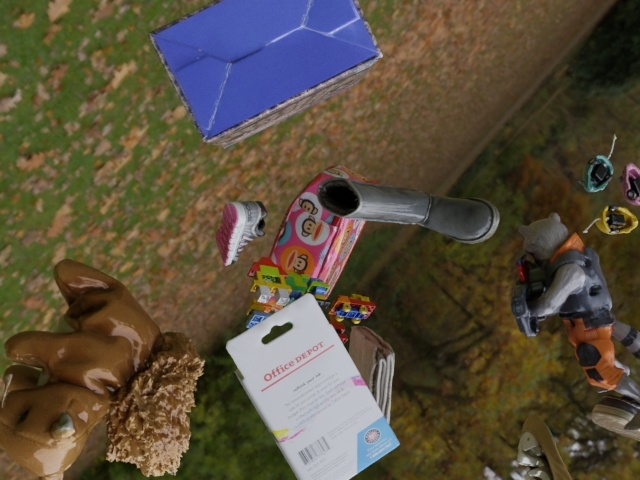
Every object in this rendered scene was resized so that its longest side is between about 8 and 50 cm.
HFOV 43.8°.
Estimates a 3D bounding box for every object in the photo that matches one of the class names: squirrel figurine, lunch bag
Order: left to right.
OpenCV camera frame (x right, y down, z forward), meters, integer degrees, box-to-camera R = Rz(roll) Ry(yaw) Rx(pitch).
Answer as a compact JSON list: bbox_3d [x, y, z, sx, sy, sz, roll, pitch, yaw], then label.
[{"bbox_3d":[-0.416,0.294,1.508,0.370,0.397,0.281,-83,-160,-59],"label":"squirrel figurine"},{"bbox_3d":[0.000,0.000,1.537,0.293,0.120,0.258,-65,170,19],"label":"lunch bag"}]

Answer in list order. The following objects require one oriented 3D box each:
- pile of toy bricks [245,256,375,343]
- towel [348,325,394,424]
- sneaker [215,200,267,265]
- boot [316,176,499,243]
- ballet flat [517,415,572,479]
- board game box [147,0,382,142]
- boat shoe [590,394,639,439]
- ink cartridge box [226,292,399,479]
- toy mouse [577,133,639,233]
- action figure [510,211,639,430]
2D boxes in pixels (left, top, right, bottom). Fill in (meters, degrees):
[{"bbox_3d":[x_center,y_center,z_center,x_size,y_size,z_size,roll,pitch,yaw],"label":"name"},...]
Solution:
[{"bbox_3d":[-0.032,0.088,1.258,0.212,0.105,0.118,12,132,-28],"label":"pile of toy bricks"},{"bbox_3d":[0.086,0.273,1.520,0.282,0.049,0.187,-165,-99,-82],"label":"towel"},{"bbox_3d":[-0.132,-0.014,1.359,0.075,0.063,0.170,-13,152,-24],"label":"sneaker"},{"bbox_3d":[0.127,-0.049,1.151,0.208,0.190,0.076,14,85,-43],"label":"boot"},{"bbox_3d":[0.391,0.396,1.408,0.232,0.073,0.080,-109,-154,-58],"label":"ballet flat"},{"bbox_3d":[-0.067,-0.234,1.034,0.232,0.141,0.291,-26,-174,1],"label":"board game box"},{"bbox_3d":[0.538,0.286,1.321,0.103,0.285,0.092,9,-104,48],"label":"boat shoe"},{"bbox_3d":[-0.014,0.153,0.805,0.104,0.181,0.061,-31,-174,-13],"label":"ink cartridge box"},{"bbox_3d":[0.413,-0.078,1.124,0.161,0.143,0.031,0,169,-25],"label":"toy mouse"},{"bbox_3d":[0.430,0.103,1.301,0.178,0.330,0.341,-28,-176,23],"label":"action figure"}]
